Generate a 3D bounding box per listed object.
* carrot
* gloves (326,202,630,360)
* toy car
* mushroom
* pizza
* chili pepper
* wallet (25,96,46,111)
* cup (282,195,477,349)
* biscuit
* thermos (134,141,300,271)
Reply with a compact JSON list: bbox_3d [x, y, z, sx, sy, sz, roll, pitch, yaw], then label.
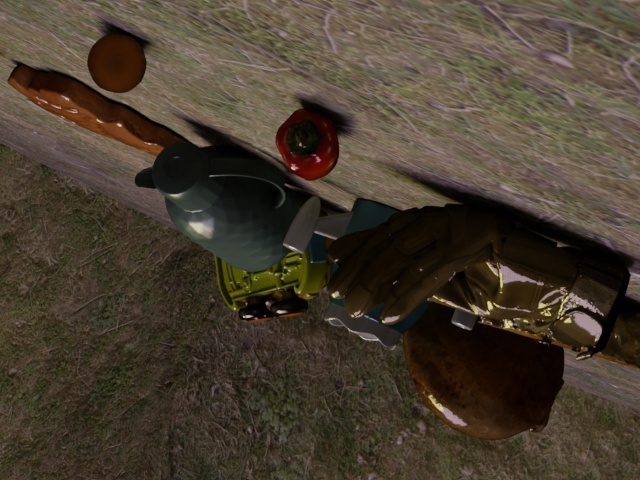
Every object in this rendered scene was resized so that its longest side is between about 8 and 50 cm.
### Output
[{"bbox_3d":[-0.220,-0.184,1.490,0.061,0.061,0.210,24,179,-9],"label":"carrot"},{"bbox_3d":[0.167,0.031,1.507,0.331,0.141,0.154,12,-161,12],"label":"gloves"},{"bbox_3d":[-0.053,0.023,2.169,0.142,0.200,0.248,-2,174,-39],"label":"toy car"},{"bbox_3d":[0.265,0.180,2.072,0.195,0.263,0.283,-25,134,26],"label":"mushroom"},{"bbox_3d":[0.336,0.107,1.817,0.223,0.089,0.323,20,176,-37],"label":"pizza"},{"bbox_3d":[-0.013,-0.097,1.416,0.063,0.071,0.272,-16,-179,-1],"label":"chili pepper"},{"bbox_3d":[-0.438,-0.224,2.240,0.122,0.025,0.061,18,166,48],"label":"wallet"},{"bbox_3d":[0.086,0.052,1.893,0.300,0.173,0.167,24,176,-15],"label":"cup"},{"bbox_3d":[-0.321,-0.179,2.058,0.306,0.043,0.284,25,175,-14],"label":"biscuit"},{"bbox_3d":[-0.126,-0.058,1.940,0.182,0.145,0.286,-8,162,18],"label":"thermos"}]
